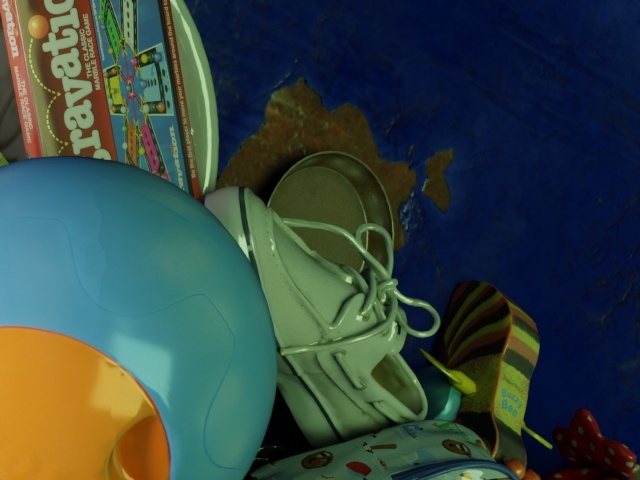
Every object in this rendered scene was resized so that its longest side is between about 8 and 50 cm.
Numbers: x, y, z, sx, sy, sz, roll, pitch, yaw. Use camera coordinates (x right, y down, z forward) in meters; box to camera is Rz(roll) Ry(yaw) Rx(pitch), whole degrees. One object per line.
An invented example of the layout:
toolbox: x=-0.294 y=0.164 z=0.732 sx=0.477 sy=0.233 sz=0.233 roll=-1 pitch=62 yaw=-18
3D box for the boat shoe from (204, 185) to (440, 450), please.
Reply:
boat shoe: x=0.022 y=0.066 z=1.593 sx=0.367 sy=0.156 sz=0.136 roll=63 pitch=17 yaw=-48

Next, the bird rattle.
bird rattle: x=0.333 y=0.262 z=1.920 sx=0.253 sy=0.207 sz=0.143 roll=80 pitch=27 yaw=-59

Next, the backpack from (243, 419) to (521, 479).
backpack: x=0.070 y=0.288 z=1.638 sx=0.263 sy=0.213 sz=0.277 roll=-24 pitch=122 yaw=-20

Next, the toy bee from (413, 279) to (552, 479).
toy bee: x=0.162 y=0.189 z=1.805 sx=0.195 sy=0.162 sz=0.298 roll=9 pitch=87 yaw=-44

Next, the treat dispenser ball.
treat dispenser ball: x=-0.174 y=0.085 z=1.271 sx=0.288 sy=0.288 sz=0.288 roll=-4 pitch=96 yaw=-42

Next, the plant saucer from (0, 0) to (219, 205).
plant saucer: x=-0.261 y=-0.075 z=1.440 sx=0.400 sy=0.100 sz=0.401 roll=-4 pitch=96 yaw=-43

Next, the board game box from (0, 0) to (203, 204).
board game box: x=-0.170 y=-0.118 z=1.435 sx=0.145 sy=0.027 sz=0.281 roll=-18 pitch=105 yaw=-39

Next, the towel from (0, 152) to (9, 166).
towel: x=-0.255 y=-0.022 z=1.377 sx=0.083 sy=0.009 sz=0.060 roll=-44 pitch=120 yaw=-32

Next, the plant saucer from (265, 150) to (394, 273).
plant saucer: x=0.000 y=0.000 z=1.731 sx=0.168 sy=0.029 sz=0.168 roll=-4 pitch=95 yaw=-43
